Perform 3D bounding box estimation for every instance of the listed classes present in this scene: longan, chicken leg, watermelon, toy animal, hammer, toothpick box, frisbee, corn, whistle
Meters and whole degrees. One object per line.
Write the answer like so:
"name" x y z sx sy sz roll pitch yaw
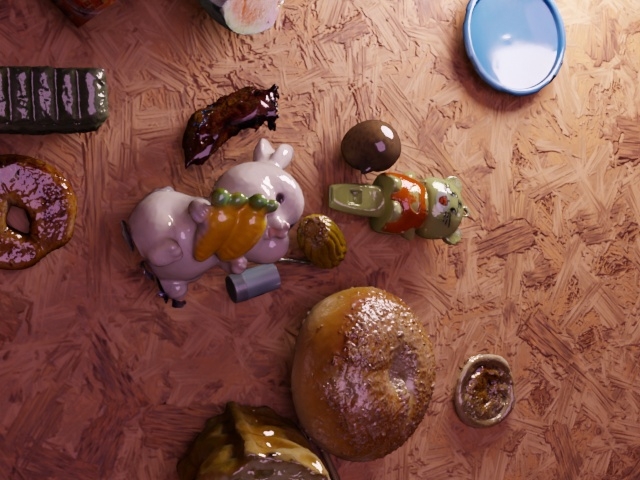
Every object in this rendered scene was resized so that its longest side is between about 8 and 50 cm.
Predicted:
"longan" 0.091 -0.167 1.547 0.113 0.092 0.113 2 60 -4
"chicken leg" -0.154 -0.201 1.453 0.234 0.105 0.063 -30 140 -23
"watermelon" -0.134 -0.480 1.453 0.188 0.175 0.322 34 53 17
"toy animal" -0.152 -0.036 1.382 0.310 0.247 0.183 -28 116 -5
"hammer" 0.025 0.416 1.539 0.062 0.013 0.199 -44 116 -58
"toothpick box" -0.117 0.073 1.480 0.083 0.052 0.052 -18 95 -23
"frisbee" 0.382 -0.406 1.703 0.242 0.045 0.242 1 87 -23
"corn" 0.000 0.000 1.443 0.080 0.231 0.080 -1 81 8
"whistle" 0.151 -0.066 1.565 0.288 0.106 0.131 6 79 -22

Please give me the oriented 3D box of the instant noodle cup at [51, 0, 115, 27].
"instant noodle cup" -0.356 -0.463 1.308 0.250 0.250 0.192 -45 112 -17

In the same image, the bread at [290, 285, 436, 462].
"bread" 0.087 0.231 1.480 0.305 0.159 0.305 6 80 -41

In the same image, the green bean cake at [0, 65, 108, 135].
"green bean cake" -0.421 -0.208 1.295 0.183 0.185 0.094 -5 96 -21

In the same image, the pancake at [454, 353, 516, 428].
"pancake" 0.321 0.293 1.666 0.152 0.025 0.151 0 90 -22

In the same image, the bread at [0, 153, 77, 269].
"bread" -0.478 -0.046 1.333 0.193 0.064 0.193 -2 95 -25

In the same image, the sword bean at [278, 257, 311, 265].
"sword bean" -0.056 0.037 1.528 0.083 0.012 0.012 5 87 -20

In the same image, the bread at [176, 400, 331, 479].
"bread" -0.111 0.384 1.374 0.238 0.252 0.196 -39 107 -14
